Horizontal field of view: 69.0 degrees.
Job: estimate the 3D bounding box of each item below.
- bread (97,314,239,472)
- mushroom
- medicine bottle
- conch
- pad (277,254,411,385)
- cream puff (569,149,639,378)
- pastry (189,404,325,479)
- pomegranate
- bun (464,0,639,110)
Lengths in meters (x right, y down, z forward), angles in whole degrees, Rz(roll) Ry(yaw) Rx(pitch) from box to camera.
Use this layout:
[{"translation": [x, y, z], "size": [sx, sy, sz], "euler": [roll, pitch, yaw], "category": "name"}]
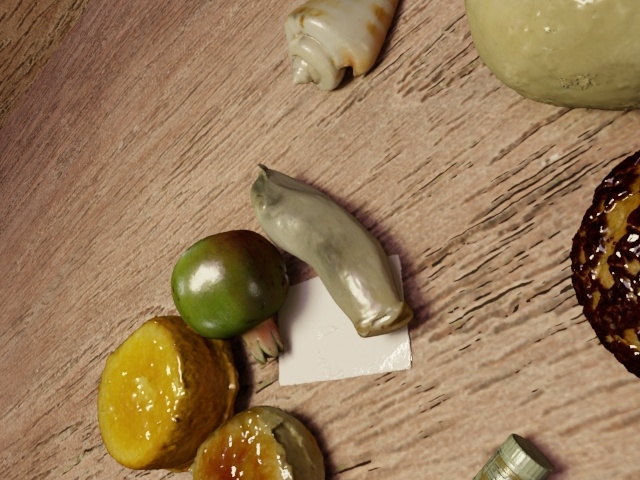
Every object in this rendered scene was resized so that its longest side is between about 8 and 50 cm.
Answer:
[{"translation": [-0.243, 0.245, 0.751], "size": [0.269, 0.146, 0.268], "euler": [-12, 70, 35], "category": "bread"}, {"translation": [0.002, -0.001, 0.658], "size": [0.109, 0.097, 0.351], "euler": [-48, 49, 3], "category": "mushroom"}, {"translation": [0.180, 0.235, 0.452], "size": [0.047, 0.047, 0.083], "euler": [43, 104, 42], "category": "medicine bottle"}, {"translation": [0.027, -0.362, 0.750], "size": [0.158, 0.127, 0.255], "euler": [28, 93, 44], "category": "conch"}, {"translation": [0.020, 0.118, 0.663], "size": [0.232, 0.004, 0.156], "euler": [-19, 63, 35], "category": "pad"}, {"translation": [0.312, 0.012, 0.339], "size": [0.239, 0.165, 0.238], "euler": [-14, 68, 38], "category": "cream puff"}, {"translation": [-0.086, 0.319, 0.620], "size": [0.192, 0.093, 0.182], "euler": [-47, 53, 16], "category": "pastry"}, {"translation": [-0.123, 0.088, 0.696], "size": [0.180, 0.180, 0.209], "euler": [-32, 83, 29], "category": "pomegranate"}, {"translation": [0.284, -0.292, 0.437], "size": [0.326, 0.235, 0.362], "euler": [-57, 41, 16], "category": "bun"}]
